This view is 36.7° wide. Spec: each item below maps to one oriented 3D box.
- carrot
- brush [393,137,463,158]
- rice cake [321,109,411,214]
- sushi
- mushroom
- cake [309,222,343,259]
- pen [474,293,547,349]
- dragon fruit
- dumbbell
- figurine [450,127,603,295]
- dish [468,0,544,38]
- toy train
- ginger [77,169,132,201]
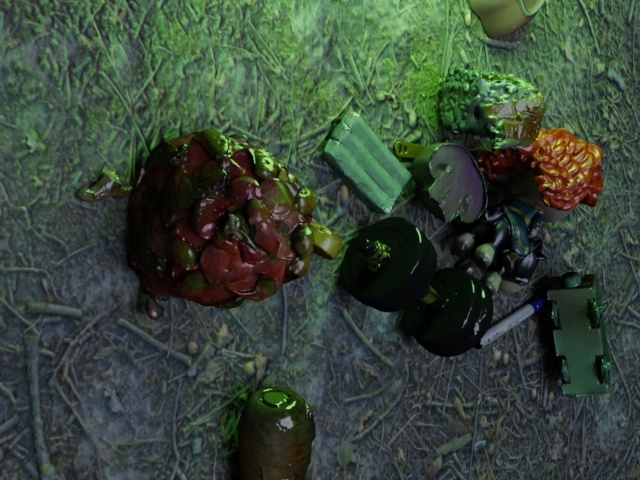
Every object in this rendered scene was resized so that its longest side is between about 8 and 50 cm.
[{"bbox_3d":[-0.087,0.408,1.713,0.138,0.138,0.302,-5,108,-43],"label":"carrot"},{"bbox_3d":[0.228,-0.180,2.018,0.218,0.010,0.083,3,94,-42],"label":"brush"},{"bbox_3d":[0.089,-0.150,1.870,0.211,0.038,0.124,49,62,-35],"label":"rice cake"},{"bbox_3d":[0.351,-0.272,1.961,0.184,0.274,0.139,6,106,-14],"label":"sushi"},{"bbox_3d":[0.255,-0.117,1.968,0.141,0.117,0.188,-45,114,-13],"label":"mushroom"},{"bbox_3d":[0.000,0.000,1.775,0.084,0.084,0.044,42,73,-38],"label":"cake"},{"bbox_3d":[0.444,0.188,2.248,0.269,0.033,0.033,-25,111,-38],"label":"pen"},{"bbox_3d":[-0.123,-0.020,1.530,0.296,0.262,0.314,2,93,-46],"label":"dragon fruit"},{"bbox_3d":[0.196,0.095,1.900,0.388,0.185,0.185,37,70,-40],"label":"dumbbell"},{"bbox_3d":[0.446,-0.062,2.110,0.306,0.241,0.412,26,88,-37],"label":"figurine"},{"bbox_3d":[0.420,-0.553,2.099,0.213,0.090,0.213,-6,99,-42],"label":"dish"},{"bbox_3d":[0.632,0.218,2.342,0.159,0.129,0.327,-51,131,-62],"label":"toy train"},{"bbox_3d":[-0.329,-0.085,1.490,0.097,0.030,0.048,-10,103,-44],"label":"ginger"}]
